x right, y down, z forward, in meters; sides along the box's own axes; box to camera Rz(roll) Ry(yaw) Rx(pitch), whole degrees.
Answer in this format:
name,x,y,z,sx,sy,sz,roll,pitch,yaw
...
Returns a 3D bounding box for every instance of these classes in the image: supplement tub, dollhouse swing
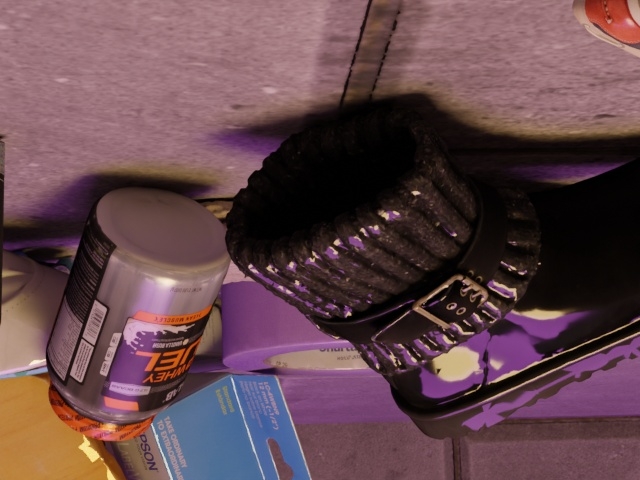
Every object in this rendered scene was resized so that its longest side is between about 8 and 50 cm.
name,x,y,z,sx,sy,sz,roll,pitch,yaw
supplement tub,-0.150,0.062,1.189,0.117,0.117,0.190,4,127,-26
dollhouse swing,-0.381,0.277,1.714,0.305,0.346,0.315,-33,-165,-3

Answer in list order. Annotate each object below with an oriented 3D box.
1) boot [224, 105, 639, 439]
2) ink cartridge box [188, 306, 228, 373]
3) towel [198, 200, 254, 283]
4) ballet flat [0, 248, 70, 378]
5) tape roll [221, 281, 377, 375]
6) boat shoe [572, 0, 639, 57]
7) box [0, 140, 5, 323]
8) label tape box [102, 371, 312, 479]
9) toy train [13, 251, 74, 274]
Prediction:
name,x,y,z,sx,sy,sz,roll,pitch,yaw
boot,0.135,-0.018,1.039,0.348,0.131,0.260,-34,126,9
ink cartridge box,-0.282,0.123,1.773,0.324,0.071,0.330,-13,167,42
towel,0.000,0.000,1.286,0.282,0.049,0.187,-5,168,13
ballet flat,-0.373,0.053,1.302,0.400,0.139,0.139,-5,168,11
tape roll,0.032,0.085,1.591,0.275,0.090,0.275,-2,167,-1
boat shoe,0.192,-0.111,0.796,0.137,0.049,0.043,12,165,-41
box,-0.359,0.001,1.013,0.247,0.142,0.163,6,166,-32
label tape box,-0.175,0.286,1.716,0.348,0.249,0.115,-4,-159,38
toy train,-0.299,0.073,1.445,0.080,0.105,0.184,10,163,-42
